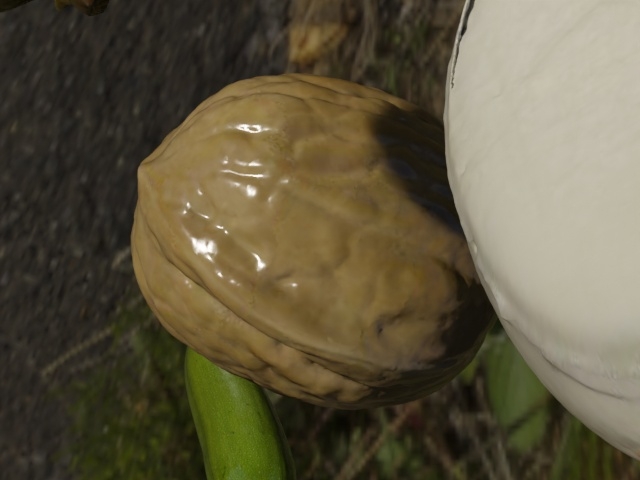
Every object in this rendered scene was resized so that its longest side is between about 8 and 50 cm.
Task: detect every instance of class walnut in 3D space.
[{"bbox_3d":[0.000,0.000,1.264,0.261,0.225,0.225,24,116,-13],"label":"walnut"}]

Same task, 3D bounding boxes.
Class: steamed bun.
[{"bbox_3d":[0.135,-0.026,0.579,0.177,0.228,0.131,-28,134,25],"label":"steamed bun"}]

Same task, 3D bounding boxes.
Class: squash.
[{"bbox_3d":[-0.064,0.138,1.441,0.066,0.201,0.066,-10,132,-11],"label":"squash"}]

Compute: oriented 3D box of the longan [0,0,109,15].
[{"bbox_3d":[-0.099,-0.139,0.597,0.145,0.176,0.155,-11,147,-38],"label":"longan"}]
